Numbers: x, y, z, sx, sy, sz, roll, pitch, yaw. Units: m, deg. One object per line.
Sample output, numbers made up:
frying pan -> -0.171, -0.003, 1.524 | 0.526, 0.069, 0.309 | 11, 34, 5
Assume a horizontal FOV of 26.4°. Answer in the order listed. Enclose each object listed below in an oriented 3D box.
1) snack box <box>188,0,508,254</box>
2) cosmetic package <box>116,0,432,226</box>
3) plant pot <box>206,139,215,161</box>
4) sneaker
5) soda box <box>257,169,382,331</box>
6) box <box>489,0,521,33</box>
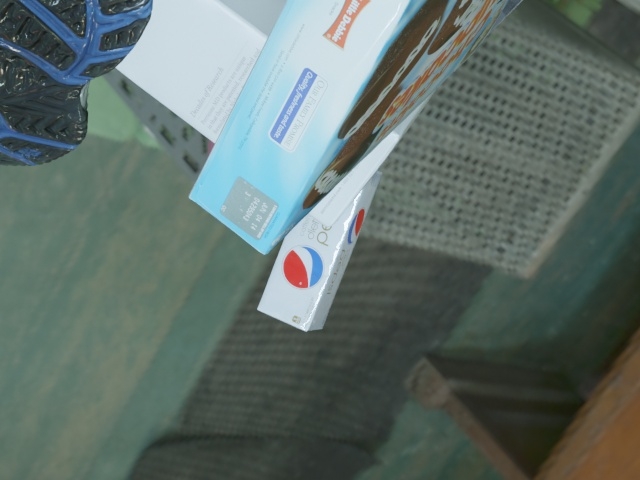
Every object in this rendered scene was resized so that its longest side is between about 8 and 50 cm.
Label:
snack box -> 0.057, -0.141, 0.799 | 0.322, 0.060, 0.187 | -46, 170, -50
cosmetic package -> -0.070, -0.221, 1.421 | 0.156, 0.385, 0.217 | -54, 179, 40
plant pot -> -0.073, -0.159, 1.901 | 0.201, 0.201, 0.180 | 26, 80, -48
sneaker -> -0.125, -0.093, 0.568 | 0.080, 0.081, 0.211 | 13, 154, -31
soda box -> 0.000, 0.000, 1.679 | 0.216, 0.074, 0.069 | -69, 164, 4
box -> 0.130, -0.317, 1.285 | 0.231, 0.056, 0.183 | 30, 115, -34
